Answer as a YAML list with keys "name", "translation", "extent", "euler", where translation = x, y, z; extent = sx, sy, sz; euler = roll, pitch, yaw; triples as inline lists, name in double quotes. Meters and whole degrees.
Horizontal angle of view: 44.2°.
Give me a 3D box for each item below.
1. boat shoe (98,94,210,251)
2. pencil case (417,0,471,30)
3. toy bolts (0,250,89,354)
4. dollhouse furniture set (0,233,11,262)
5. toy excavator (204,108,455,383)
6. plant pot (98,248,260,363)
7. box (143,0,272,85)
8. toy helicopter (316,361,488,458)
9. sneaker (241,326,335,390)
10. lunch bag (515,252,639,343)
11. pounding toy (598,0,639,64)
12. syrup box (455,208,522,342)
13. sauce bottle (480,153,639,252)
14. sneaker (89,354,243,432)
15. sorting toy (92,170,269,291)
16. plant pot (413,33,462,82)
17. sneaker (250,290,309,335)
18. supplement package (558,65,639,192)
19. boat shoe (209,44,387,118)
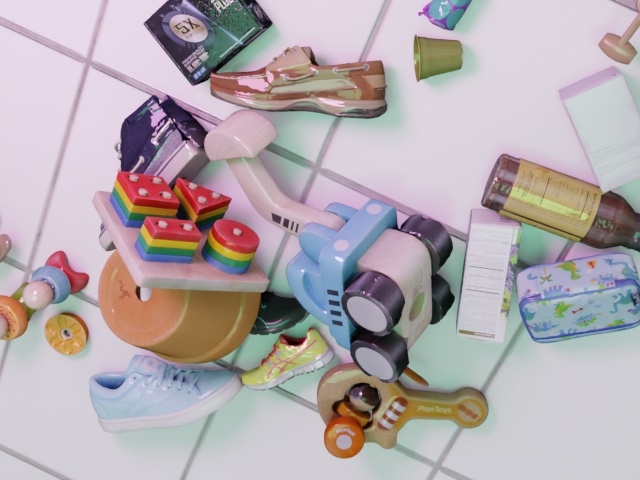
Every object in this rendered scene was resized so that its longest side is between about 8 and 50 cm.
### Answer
- name: "boat shoe"
  translation: [-0.358, -0.137, 1.566]
  extent: [0.340, 0.127, 0.158]
  euler: [-43, 82, 21]
- name: "pencil case"
  translation: [0.235, -0.435, 1.346]
  extent: [0.070, 0.064, 0.152]
  euler: [24, 113, -15]
- name: "toy bolts"
  translation: [-0.596, 0.159, 1.689]
  extent: [0.218, 0.158, 0.228]
  euler: [40, 113, -4]
- name: "dollhouse furniture set"
  translation: [-0.770, -0.065, 1.621]
  extent: [0.161, 0.212, 0.242]
  euler: [-45, 69, 24]
- name: "toy excavator"
  translation: [0.000, 0.000, 1.465]
  extent: [0.445, 0.222, 0.433]
  euler: [21, 141, 28]
- name: "plant pot"
  translation: [-0.287, 0.100, 1.524]
  extent: [0.291, 0.203, 0.291]
  euler: [-1, 86, 20]
- name: "box"
  translation: [-0.205, -0.398, 1.446]
  extent: [0.180, 0.077, 0.147]
  euler: [-34, 99, 21]
- name: "toy helicopter"
  translation: [0.170, 0.319, 1.624]
  extent: [0.355, 0.140, 0.235]
  euler: [4, 102, -1]
- name: "sneaker"
  translation: [-0.079, 0.243, 1.659]
  extent: [0.208, 0.081, 0.094]
  euler: [-24, 101, 9]
- name: "lunch bag"
  translation: [0.479, 0.111, 1.452]
  extent: [0.219, 0.090, 0.176]
  euler: [-11, 142, 16]
- name: "pounding toy"
  translation: [0.593, -0.361, 1.247]
  extent: [0.154, 0.155, 0.269]
  euler: [43, 112, 0]
- name: "syrup box"
  translation: [0.317, 0.067, 1.496]
  extent: [0.096, 0.093, 0.237]
  euler: [6, 111, 9]
- name: "sauce bottle"
  translation: [0.465, -0.051, 1.414]
  extent: [0.344, 0.111, 0.111]
  euler: [21, 113, 2]
- name: "sneaker"
  translation: [-0.350, 0.316, 1.709]
  extent: [0.366, 0.135, 0.150]
  euler: [-16, 109, 16]
- name: "sorting toy"
  translation: [-0.239, -0.024, 1.409]
  extent: [0.257, 0.255, 0.089]
  euler: [50, 122, 41]
- name: "plant pot"
  translation: [0.208, -0.324, 1.391]
  extent: [0.079, 0.083, 0.083]
  euler: [-4, 109, 1]
- name: "sneaker"
  translation: [-0.152, 0.135, 1.619]
  extent: [0.267, 0.101, 0.106]
  euler: [-6, 106, 14]
- name: "supplement package"
  translation: [0.495, -0.193, 1.357]
  extent: [0.105, 0.105, 0.179]
  euler: [-23, 104, 20]
- name: "boat shoe"
  translation: [-0.036, -0.294, 1.436]
  extent: [0.324, 0.122, 0.120]
  euler: [5, 104, 3]
